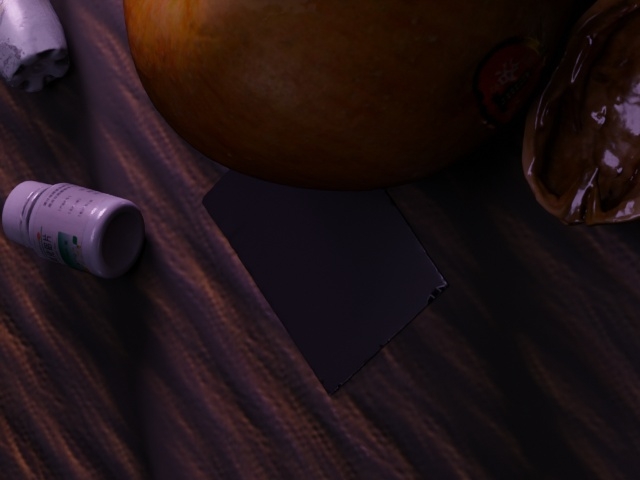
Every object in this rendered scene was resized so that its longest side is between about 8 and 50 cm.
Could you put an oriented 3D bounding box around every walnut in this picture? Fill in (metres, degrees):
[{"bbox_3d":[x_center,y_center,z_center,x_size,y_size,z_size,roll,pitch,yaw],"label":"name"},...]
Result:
[{"bbox_3d":[0.264,-0.102,1.613,0.167,0.087,0.211,31,100,39],"label":"walnut"}]

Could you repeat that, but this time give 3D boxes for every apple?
[{"bbox_3d":[0.014,-0.238,1.628,0.400,0.333,0.400,-10,72,34],"label":"apple"}]

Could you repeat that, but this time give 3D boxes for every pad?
[{"bbox_3d":[0.000,0.000,1.822,0.163,0.004,0.243,-43,65,21],"label":"pad"}]

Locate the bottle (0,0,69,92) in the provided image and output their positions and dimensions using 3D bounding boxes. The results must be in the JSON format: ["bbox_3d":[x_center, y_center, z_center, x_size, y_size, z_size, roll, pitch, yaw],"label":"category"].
[{"bbox_3d":[-0.341,-0.273,2.020,0.083,0.083,0.270,-42,64,22],"label":"bottle"}]

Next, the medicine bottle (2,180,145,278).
[{"bbox_3d":[-0.245,-0.014,1.934,0.130,0.080,0.080,14,93,33],"label":"medicine bottle"}]
